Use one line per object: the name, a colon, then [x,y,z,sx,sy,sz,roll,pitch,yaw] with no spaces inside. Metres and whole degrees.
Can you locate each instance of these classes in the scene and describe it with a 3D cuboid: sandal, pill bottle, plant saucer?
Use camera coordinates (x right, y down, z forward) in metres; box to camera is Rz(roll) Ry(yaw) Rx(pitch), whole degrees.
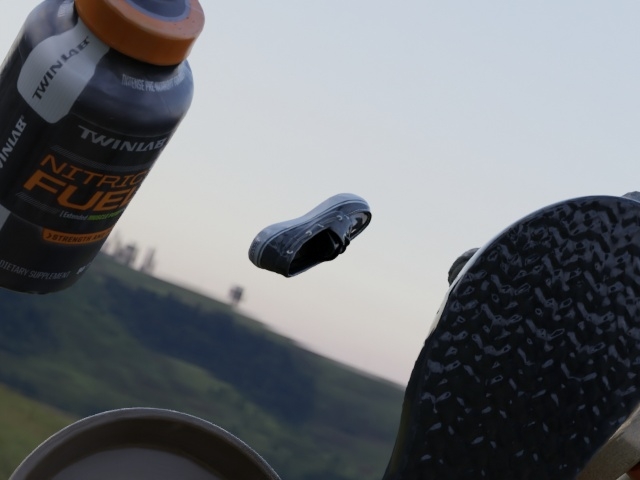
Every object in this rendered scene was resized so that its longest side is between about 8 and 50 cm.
sandal: [0.116,0.158,1.250,0.167,0.445,0.107,29,-3,-11]
pill bottle: [-0.175,-0.086,1.172,0.130,0.245,0.130,24,35,-18]
plant saucer: [-0.132,0.267,1.266,0.278,0.278,0.041,22,-28,-19]

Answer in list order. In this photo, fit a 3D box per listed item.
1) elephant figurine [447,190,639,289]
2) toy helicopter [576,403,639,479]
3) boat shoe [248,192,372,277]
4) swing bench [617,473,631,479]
elephant figurine: [0.214,0.055,1.684,0.186,0.239,0.169,6,5,-8]
toy helicopter: [0.179,0.246,1.527,0.140,0.355,0.235,50,34,-3]
boat shoe: [0.000,0.000,1.355,0.040,0.049,0.142,31,35,30]
swing bench: [0.445,0.357,1.888,0.165,0.254,0.253,-5,50,-48]
